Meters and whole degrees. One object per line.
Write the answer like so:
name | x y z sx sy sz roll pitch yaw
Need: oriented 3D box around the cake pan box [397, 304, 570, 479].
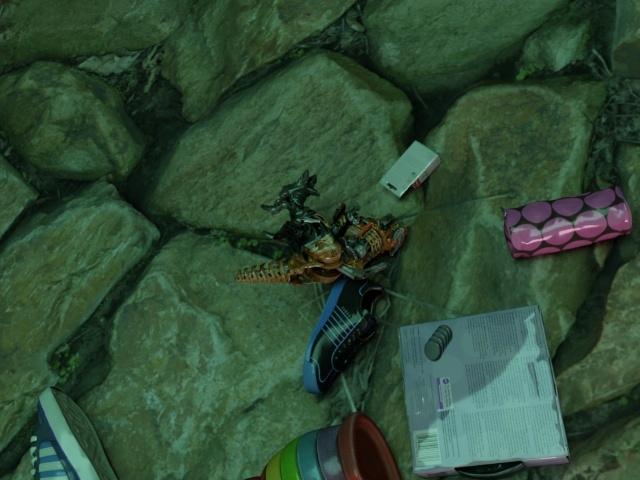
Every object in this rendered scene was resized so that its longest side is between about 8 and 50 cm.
cake pan box | 0.264 0.252 1.239 0.246 0.070 0.266 -14 61 18

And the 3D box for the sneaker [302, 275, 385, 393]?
sneaker | 0.044 0.171 1.358 0.090 0.081 0.232 7 67 33

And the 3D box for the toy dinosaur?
toy dinosaur | 0.000 0.000 1.384 0.218 0.322 0.164 51 130 34

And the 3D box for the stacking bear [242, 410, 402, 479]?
stacking bear | -0.030 0.410 1.232 0.289 0.175 0.164 -29 41 16

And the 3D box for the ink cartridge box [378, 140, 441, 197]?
ink cartridge box | 0.176 -0.136 1.488 0.115 0.029 0.063 -48 58 -4

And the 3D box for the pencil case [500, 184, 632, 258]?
pencil case | 0.424 -0.037 1.306 0.209 0.095 0.098 -11 41 15

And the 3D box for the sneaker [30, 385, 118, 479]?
sneaker | -0.523 0.462 1.413 0.236 0.130 0.323 -37 63 -4
